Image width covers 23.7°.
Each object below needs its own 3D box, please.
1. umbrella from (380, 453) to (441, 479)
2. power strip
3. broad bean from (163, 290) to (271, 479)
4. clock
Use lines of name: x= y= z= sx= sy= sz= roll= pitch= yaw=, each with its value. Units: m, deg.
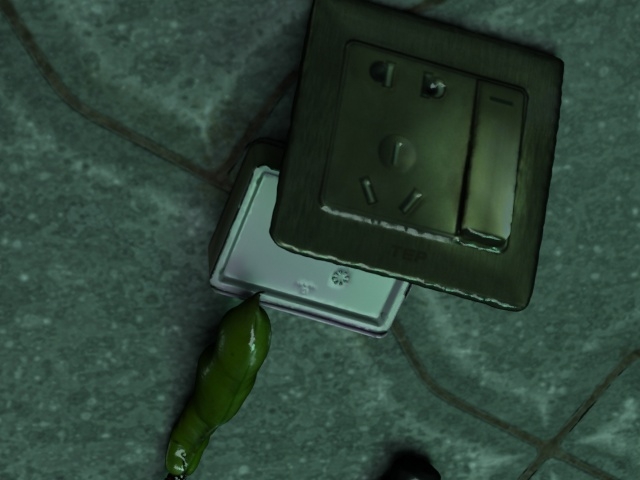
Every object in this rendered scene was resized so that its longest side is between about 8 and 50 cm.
umbrella: x=0.035 y=0.389 z=1.700 sx=0.113 sy=0.106 sz=0.358 roll=16 pitch=108 yaw=-26
power strip: x=0.087 y=-0.077 z=1.396 sx=0.251 sy=0.257 sz=0.092 roll=13 pitch=160 yaw=-8
broad bean: x=-0.105 y=0.166 z=1.528 sx=0.056 sy=0.098 sz=0.318 roll=9 pitch=126 yaw=-18
clock: x=0.000 y=0.000 z=1.479 sx=0.192 sy=0.071 sz=0.147 roll=16 pitch=115 yaw=-16
